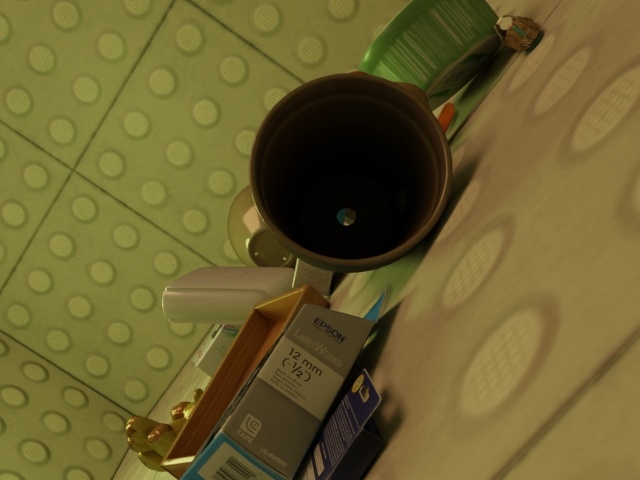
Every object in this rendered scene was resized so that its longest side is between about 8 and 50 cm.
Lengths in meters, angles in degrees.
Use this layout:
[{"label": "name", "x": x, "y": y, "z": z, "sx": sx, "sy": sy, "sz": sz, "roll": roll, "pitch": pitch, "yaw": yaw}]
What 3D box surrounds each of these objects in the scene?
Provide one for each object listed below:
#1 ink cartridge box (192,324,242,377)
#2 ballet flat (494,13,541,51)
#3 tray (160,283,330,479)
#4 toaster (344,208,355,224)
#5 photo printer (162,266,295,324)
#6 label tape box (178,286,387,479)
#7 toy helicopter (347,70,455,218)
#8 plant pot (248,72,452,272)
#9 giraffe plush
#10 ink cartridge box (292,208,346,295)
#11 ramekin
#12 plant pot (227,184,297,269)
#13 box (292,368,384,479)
[{"label": "ink cartridge box", "x": -0.213, "y": 0.242, "z": 2.101, "sx": 0.306, "sy": 0.131, "sz": 0.226, "roll": -55, "pitch": 7, "yaw": -10}, {"label": "ballet flat", "x": 0.367, "y": -0.401, "z": 1.446, "sx": 0.073, "sy": 0.067, "sz": 0.206, "roll": -53, "pitch": 7, "yaw": 14}, {"label": "tray", "x": -0.142, "y": 0.282, "z": 1.518, "sx": 0.202, "sy": 0.076, "sz": 0.411, "roll": -24, "pitch": 29, "yaw": 47}, {"label": "toaster", "x": 0.065, "y": -0.133, "z": 1.808, "sx": 0.186, "sy": 0.168, "sz": 0.110, "roll": -55, "pitch": 8, "yaw": -4}, {"label": "photo printer", "x": -0.193, "y": 0.132, "z": 1.867, "sx": 0.256, "sy": 0.307, "sz": 0.107, "roll": -31, "pitch": -61, "yaw": -71}, {"label": "label tape box", "x": -0.053, "y": 0.217, "z": 1.093, "sx": 0.348, "sy": 0.115, "sz": 0.249, "roll": -58, "pitch": 2, "yaw": -43}, {"label": "toy helicopter", "x": 0.136, "y": -0.170, "z": 1.545, "sx": 0.355, "sy": 0.234, "sz": 0.140, "roll": 100, "pitch": 164, "yaw": -48}, {"label": "plant pot", "x": 0.048, "y": -0.077, "z": 1.321, "sx": 0.323, "sy": 0.323, "sz": 0.280, "roll": -57, "pitch": -10, "yaw": -14}, {"label": "giraffe plush", "x": -0.302, "y": 0.422, "z": 1.698, "sx": 0.170, "sy": 0.210, "sz": 0.181, "roll": -54, "pitch": -19, "yaw": -37}, {"label": "ink cartridge box", "x": 0.000, "y": 0.000, "z": 1.679, "sx": 0.148, "sy": 0.085, "sz": 0.203, "roll": -78, "pitch": 0, "yaw": -75}, {"label": "ramekin", "x": 0.241, "y": -0.394, "z": 1.598, "sx": 0.303, "sy": 0.148, "sz": 0.303, "roll": -39, "pitch": -8, "yaw": -7}, {"label": "plant pot", "x": -0.132, "y": -0.011, "z": 2.155, "sx": 0.284, "sy": 0.284, "sz": 0.191, "roll": -53, "pitch": 13, "yaw": 20}, {"label": "box", "x": 0.010, "y": 0.265, "z": 0.892, "sx": 0.225, "sy": 0.036, "sz": 0.136, "roll": -57, "pitch": 7, "yaw": 2}]
